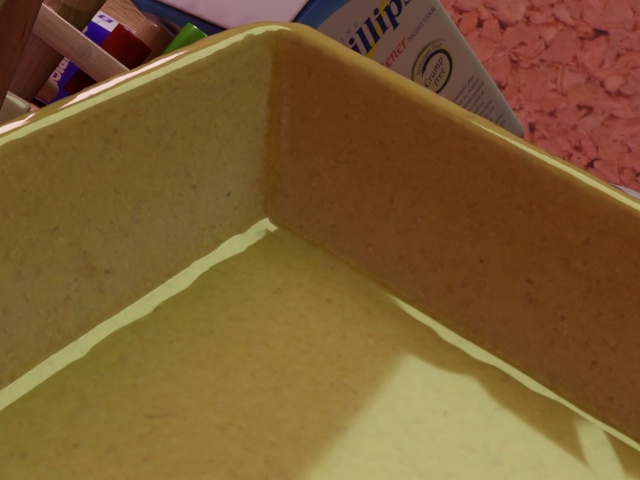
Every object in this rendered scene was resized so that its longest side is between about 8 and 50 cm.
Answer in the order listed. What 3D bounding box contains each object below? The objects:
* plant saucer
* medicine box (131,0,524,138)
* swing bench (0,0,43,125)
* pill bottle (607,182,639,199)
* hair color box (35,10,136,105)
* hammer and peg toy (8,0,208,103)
[{"bbox_3d":[0.014,0.081,0.291,0.332,0.081,0.333,31,39,21],"label":"plant saucer"},{"bbox_3d":[0.004,-0.168,1.048,0.263,0.149,0.289,31,-11,47],"label":"medicine box"},{"bbox_3d":[-0.249,-0.101,0.432,0.253,0.165,0.254,29,-27,-10],"label":"swing bench"},{"bbox_3d":[0.088,0.047,0.565,0.301,0.169,0.169,6,20,-25],"label":"pill bottle"},{"bbox_3d":[-0.340,-0.242,1.173,0.339,0.110,0.185,28,8,-11],"label":"hair color box"},{"bbox_3d":[-0.160,-0.131,0.925,0.361,0.127,0.266,38,0,9],"label":"hammer and peg toy"}]
